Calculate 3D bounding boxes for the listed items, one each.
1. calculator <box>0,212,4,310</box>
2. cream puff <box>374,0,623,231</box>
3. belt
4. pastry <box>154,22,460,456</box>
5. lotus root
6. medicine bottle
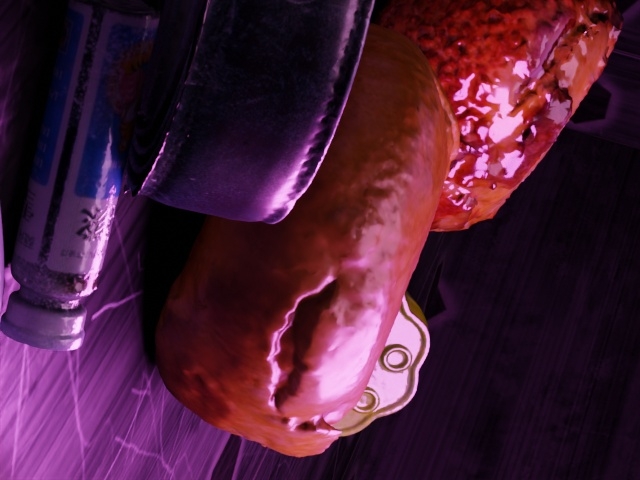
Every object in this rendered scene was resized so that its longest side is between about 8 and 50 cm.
[{"bbox_3d":[-0.188,0.031,0.807,0.299,0.041,0.185,95,15,-46],"label":"calculator"},{"bbox_3d":[0.157,-0.175,1.927,0.350,0.228,0.350,-55,180,0],"label":"cream puff"},{"bbox_3d":[-0.032,-0.141,1.031,0.206,0.116,0.268,-112,-144,-62],"label":"belt"},{"bbox_3d":[0.000,0.000,1.423,0.356,0.163,0.356,-63,173,-14],"label":"pastry"},{"bbox_3d":[0.002,0.063,1.727,0.186,0.186,0.186,17,90,-81],"label":"lotus root"},{"bbox_3d":[-0.131,-0.037,1.008,0.051,0.051,0.191,-41,147,-73],"label":"medicine bottle"}]
